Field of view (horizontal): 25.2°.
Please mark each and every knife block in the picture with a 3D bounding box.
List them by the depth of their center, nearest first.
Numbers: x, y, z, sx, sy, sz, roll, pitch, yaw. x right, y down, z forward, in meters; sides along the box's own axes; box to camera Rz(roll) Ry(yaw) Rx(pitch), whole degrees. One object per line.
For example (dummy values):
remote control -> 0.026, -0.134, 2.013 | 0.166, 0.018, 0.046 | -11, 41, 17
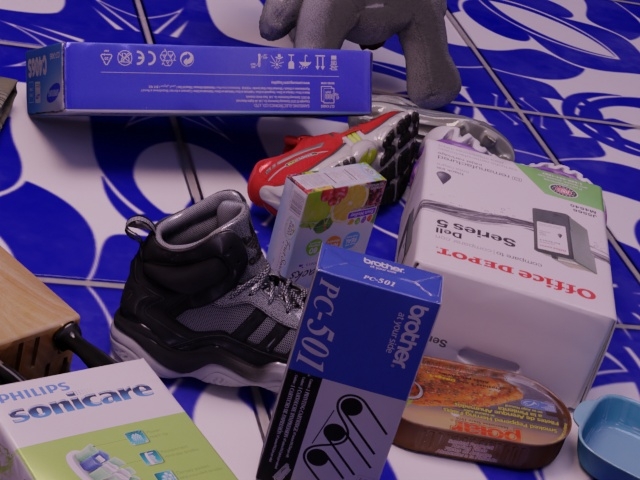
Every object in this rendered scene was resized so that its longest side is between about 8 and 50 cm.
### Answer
knife block -> -0.247, 0.080, 1.150 | 0.242, 0.088, 0.275 | 13, 29, -8

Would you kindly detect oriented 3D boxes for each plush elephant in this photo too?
plush elephant -> 0.010, -0.337, 1.838 | 0.272, 0.329, 0.255 | -11, 20, -28

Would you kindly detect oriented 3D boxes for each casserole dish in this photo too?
casserole dish -> 0.308, 0.203, 1.273 | 0.188, 0.037, 0.114 | 27, 31, 16

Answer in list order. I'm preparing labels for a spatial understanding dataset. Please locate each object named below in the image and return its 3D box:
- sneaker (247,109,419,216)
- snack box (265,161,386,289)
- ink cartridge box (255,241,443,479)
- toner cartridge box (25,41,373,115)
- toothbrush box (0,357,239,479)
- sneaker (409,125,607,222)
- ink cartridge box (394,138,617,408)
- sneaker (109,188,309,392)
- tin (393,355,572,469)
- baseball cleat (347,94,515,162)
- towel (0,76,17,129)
sneaker -> 0.019, -0.092, 1.569 | 0.118, 0.107, 0.279 | 19, 24, 26
snack box -> 0.000, 0.000, 1.355 | 0.100, 0.141, 0.037 | -10, 39, -39
ink cartridge box -> 0.020, 0.109, 1.114 | 0.097, 0.207, 0.046 | 16, 30, -2
toner cartridge box -> -0.132, -0.172, 1.567 | 0.348, 0.075, 0.165 | -2, 3, -24
toothbrush box -> -0.106, 0.239, 0.832 | 0.122, 0.206, 0.283 | -7, 38, -35
sneaker -> 0.198, -0.044, 1.593 | 0.236, 0.095, 0.104 | 22, 35, 20
ink cartridge box -> 0.179, 0.026, 1.428 | 0.198, 0.114, 0.273 | 16, 29, -2
sneaker -> -0.044, 0.044, 1.220 | 0.269, 0.153, 0.101 | 5, 29, -2
tin -> 0.128, 0.152, 1.270 | 0.190, 0.040, 0.106 | 12, 26, -8
baseball cleat -> 0.135, -0.138, 1.732 | 0.206, 0.072, 0.109 | 17, 23, -6
towel -> -0.485, -0.119, 1.421 | 0.324, 0.056, 0.312 | 12, 27, -3
